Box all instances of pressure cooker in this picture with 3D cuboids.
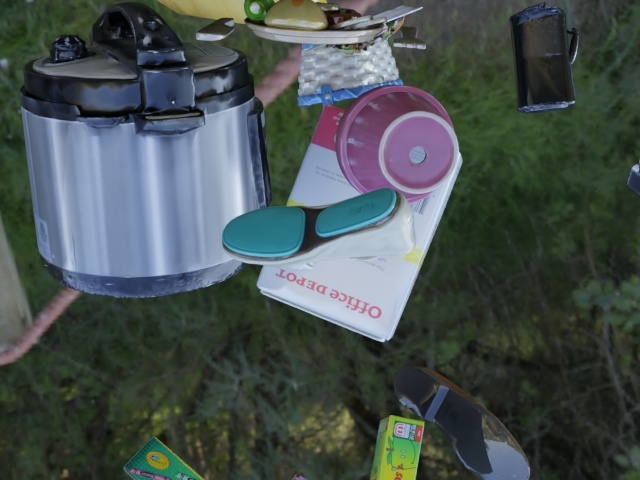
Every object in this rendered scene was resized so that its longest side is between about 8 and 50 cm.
[{"bbox_3d":[-0.277,-0.157,1.540,0.370,0.420,0.375,6,-159,23],"label":"pressure cooker"}]

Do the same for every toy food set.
[{"bbox_3d":[-0.005,-0.198,0.860,0.192,0.038,0.132,3,-161,2],"label":"toy food set"}]

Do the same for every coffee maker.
[{"bbox_3d":[0.397,-0.324,1.790,0.120,0.178,0.171,-7,179,32],"label":"coffee maker"}]

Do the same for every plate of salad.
[{"bbox_3d":[0.073,-0.331,1.579,0.200,0.048,0.200,-19,-169,4],"label":"plate of salad"}]

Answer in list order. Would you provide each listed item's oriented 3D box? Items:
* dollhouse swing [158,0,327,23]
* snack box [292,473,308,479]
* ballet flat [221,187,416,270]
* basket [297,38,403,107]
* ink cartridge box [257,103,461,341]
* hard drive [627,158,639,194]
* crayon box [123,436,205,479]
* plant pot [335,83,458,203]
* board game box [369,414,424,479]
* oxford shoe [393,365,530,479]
[{"bbox_3d":[-0.124,-0.487,1.269,0.347,0.315,0.305,14,172,27],"label":"dollhouse swing"},{"bbox_3d":[0.044,0.410,1.335,0.207,0.070,0.174,26,160,14],"label":"snack box"},{"bbox_3d":[0.000,0.000,1.153,0.248,0.086,0.086,-8,179,30],"label":"ballet flat"},{"bbox_3d":[0.070,-0.316,2.147,0.201,0.288,0.255,-8,-174,28],"label":"basket"},{"bbox_3d":[0.077,-0.033,1.915,0.279,0.384,0.160,22,-179,9],"label":"ink cartridge box"},{"bbox_3d":[0.639,-0.135,1.397,0.339,0.237,0.064,-43,157,-11],"label":"hard drive"},{"bbox_3d":[-0.210,0.481,1.742,0.081,0.278,0.165,-47,161,-18],"label":"crayon box"},{"bbox_3d":[0.136,-0.150,1.586,0.201,0.201,0.180,-14,-168,-8],"label":"plant pot"},{"bbox_3d":[0.081,0.304,1.167,0.043,0.181,0.092,12,166,-1],"label":"board game box"},{"bbox_3d":[0.194,0.234,1.270,0.076,0.212,0.076,6,122,-56],"label":"oxford shoe"}]
